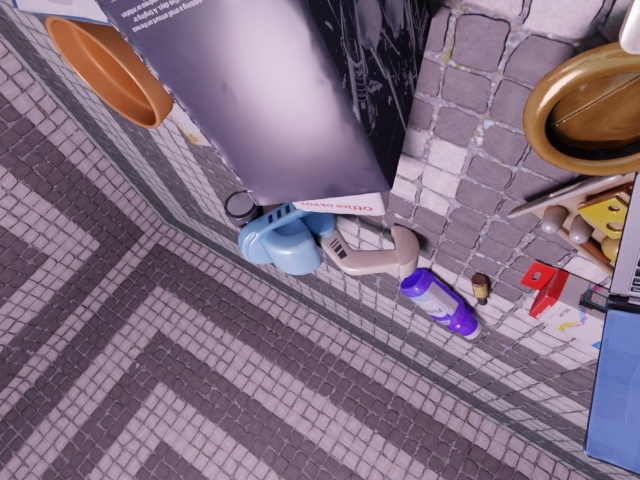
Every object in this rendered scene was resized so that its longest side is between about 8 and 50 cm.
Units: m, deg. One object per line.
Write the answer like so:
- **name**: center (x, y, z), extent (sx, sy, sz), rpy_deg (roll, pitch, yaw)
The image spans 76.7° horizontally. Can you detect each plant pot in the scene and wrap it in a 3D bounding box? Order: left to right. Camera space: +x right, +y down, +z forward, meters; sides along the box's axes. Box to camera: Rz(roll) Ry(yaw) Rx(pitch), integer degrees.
- **plant pot**: center (-0.432, -0.439, 0.942), extent (0.291, 0.203, 0.291), rpy_deg (30, 159, 12)

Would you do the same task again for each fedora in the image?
- **fedora**: center (0.353, -0.166, 0.488), extent (0.194, 0.079, 0.194), rpy_deg (23, 149, 15)

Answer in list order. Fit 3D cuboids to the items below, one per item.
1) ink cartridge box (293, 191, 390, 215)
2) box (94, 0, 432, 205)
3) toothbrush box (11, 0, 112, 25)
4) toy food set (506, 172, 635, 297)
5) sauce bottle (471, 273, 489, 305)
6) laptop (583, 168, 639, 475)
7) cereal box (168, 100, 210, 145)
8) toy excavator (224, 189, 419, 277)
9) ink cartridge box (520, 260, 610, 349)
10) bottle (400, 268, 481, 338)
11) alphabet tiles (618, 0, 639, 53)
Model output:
- **ink cartridge box**: center (0.012, -0.165, 0.747), extent (0.202, 0.117, 0.278), rpy_deg (6, 157, 22)
- **box**: center (-0.022, -0.269, 0.426), extent (0.179, 0.343, 0.312), rpy_deg (-2, 143, 30)
- **toothbrush box**: center (-0.216, -0.395, 0.453), extent (0.126, 0.295, 0.216), rpy_deg (14, 132, 8)
- **toy food set**: center (0.496, 0.016, 0.660), extent (0.306, 0.092, 0.220), rpy_deg (36, 161, -5)
- **sauce bottle**: center (0.439, 0.139, 1.109), extent (0.042, 0.042, 0.128), rpy_deg (19, 153, 38)
- **laptop**: center (0.569, 0.148, 0.479), extent (0.382, 0.236, 0.407), rpy_deg (9, 140, 33)
- **cereal box**: center (-0.376, -0.367, 1.248), extent (0.240, 0.047, 0.173), rpy_deg (16, 153, 41)
- **toy excavator**: center (0.000, 0.000, 1.178), extent (0.445, 0.433, 0.222), rpy_deg (57, 172, 30)
- **ink cartridge box**: center (0.556, 0.147, 0.886), extent (0.231, 0.078, 0.134), rpy_deg (27, 159, 23)
- **bottle**: center (0.384, 0.204, 1.272), extent (0.283, 0.092, 0.118), rpy_deg (40, 159, -13)
- **alphabet tiles**: center (0.408, -0.203, 0.299), extent (0.284, 0.021, 0.277), rpy_deg (14, 143, 23)
